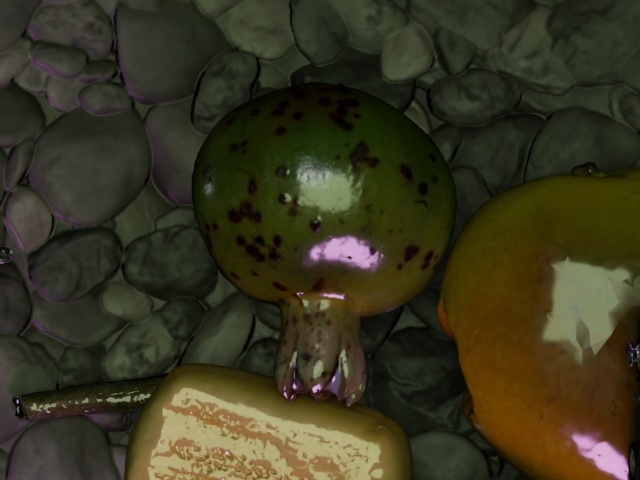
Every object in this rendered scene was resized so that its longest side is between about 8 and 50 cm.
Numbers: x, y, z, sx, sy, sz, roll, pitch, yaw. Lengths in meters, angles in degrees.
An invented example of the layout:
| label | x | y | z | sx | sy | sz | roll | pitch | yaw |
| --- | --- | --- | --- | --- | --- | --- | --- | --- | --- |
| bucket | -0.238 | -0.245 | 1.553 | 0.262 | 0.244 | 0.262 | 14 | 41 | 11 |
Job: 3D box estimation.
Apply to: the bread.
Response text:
| label | x | y | z | sx | sy | sz | roll | pitch | yaw |
| --- | --- | --- | --- | --- | --- | --- | --- | --- | --- |
| bread | -0.038 | 0.179 | 1.374 | 0.217 | 0.098 | 0.147 | 19 | 84 | 6 |

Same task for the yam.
| label | x | y | z | sx | sy | sz | roll | pitch | yaw |
| --- | --- | --- | --- | --- | --- | --- | --- | --- | --- |
| yam | -0.180 | 0.129 | 1.421 | 0.129 | 0.027 | 0.033 | -9 | 82 | 2 |

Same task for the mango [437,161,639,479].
| label | x | y | z | sx | sy | sz | roll | pitch | yaw |
| --- | --- | --- | --- | --- | --- | --- | --- | --- | --- |
| mango | 0.252 | 0.098 | 1.331 | 0.365 | 0.182 | 0.253 | 43 | 88 | 5 |

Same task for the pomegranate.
| label | x | y | z | sx | sy | sz | roll | pitch | yaw |
| --- | --- | --- | --- | --- | --- | --- | --- | --- | --- |
| pomegranate | 0.000 | 0.000 | 1.345 | 0.202 | 0.202 | 0.248 | 4 | 73 | 2 |

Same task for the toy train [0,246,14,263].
| label | x | y | z | sx | sy | sz | roll | pitch | yaw |
| --- | --- | --- | --- | --- | --- | --- | --- | --- | --- |
| toy train | -0.351 | 0.022 | 1.411 | 0.219 | 0.089 | 0.127 | 7 | 93 | 2 |

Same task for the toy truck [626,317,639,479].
| label | x | y | z | sx | sy | sz | roll | pitch | yaw |
| --- | --- | --- | --- | --- | --- | --- | --- | --- | --- |
| toy truck | 0.247 | 0.149 | 1.213 | 0.074 | 0.088 | 0.202 | 0 | 101 | 0 |
